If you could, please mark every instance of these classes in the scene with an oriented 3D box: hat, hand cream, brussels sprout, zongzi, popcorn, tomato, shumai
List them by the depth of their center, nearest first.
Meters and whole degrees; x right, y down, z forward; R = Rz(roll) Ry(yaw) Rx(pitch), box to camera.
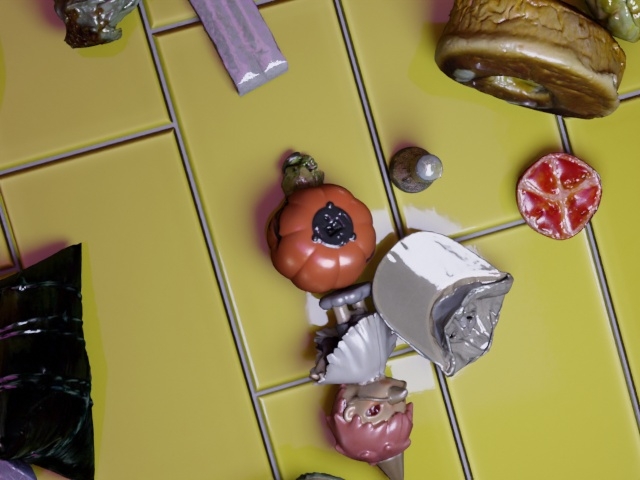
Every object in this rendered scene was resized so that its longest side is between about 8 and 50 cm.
[{"bbox_3d":[-0.358,-0.397,1.824,0.184,0.184,0.142,-14,117,-4],"label":"shumai"},{"bbox_3d":[-0.479,0.257,1.829,0.319,0.362,0.383,-23,56,-1],"label":"zongzi"},{"bbox_3d":[0.169,-0.124,1.835,0.084,0.203,0.084,0,91,-4],"label":"hand cream"},{"bbox_3d":[0.550,-0.455,1.866,0.204,0.183,0.221,28,77,-18],"label":"popcorn"},{"bbox_3d":[0.207,0.109,1.890,0.244,0.149,0.214,36,76,7],"label":"hat"},{"bbox_3d":[-0.035,-0.114,1.896,0.085,0.058,0.085,2,75,-6],"label":"brussels sprout"},{"bbox_3d":[0.414,-0.081,1.923,0.155,0.069,0.155,-1,95,-7],"label":"tomato"}]

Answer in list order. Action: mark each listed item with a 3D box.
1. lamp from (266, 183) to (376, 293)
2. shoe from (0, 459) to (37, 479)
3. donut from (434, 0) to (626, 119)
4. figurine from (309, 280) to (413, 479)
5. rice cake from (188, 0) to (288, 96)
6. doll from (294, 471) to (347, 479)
[{"bbox_3d":[0.000,0.000,1.853,0.187,0.164,0.188,5,69,-13],"label":"lamp"},{"bbox_3d":[-0.621,0.388,1.853,0.245,0.095,0.137,37,87,-11],"label":"shoe"},{"bbox_3d":[0.349,-0.315,1.803,0.330,0.330,0.160,16,80,-5],"label":"donut"},{"bbox_3d":[0.087,0.269,1.860,0.166,0.207,0.387,-11,95,40],"label":"figurine"},{"bbox_3d":[-0.167,-0.404,1.874,0.106,0.050,0.298,-29,94,-3],"label":"rice cake"},{"bbox_3d":[0.058,0.540,1.842,0.349,0.247,0.247,27,90,-14],"label":"doll"}]
